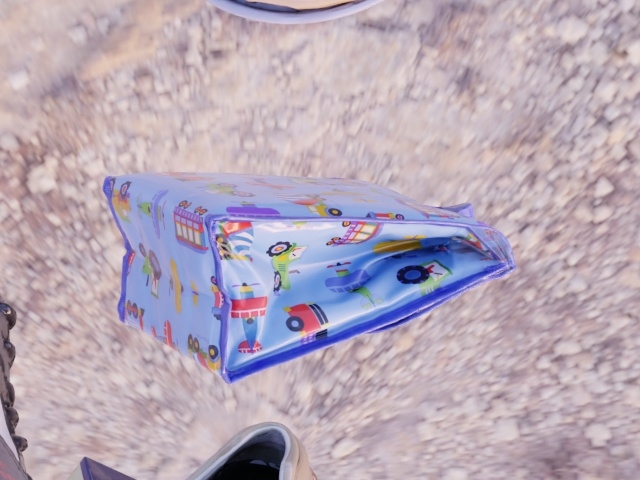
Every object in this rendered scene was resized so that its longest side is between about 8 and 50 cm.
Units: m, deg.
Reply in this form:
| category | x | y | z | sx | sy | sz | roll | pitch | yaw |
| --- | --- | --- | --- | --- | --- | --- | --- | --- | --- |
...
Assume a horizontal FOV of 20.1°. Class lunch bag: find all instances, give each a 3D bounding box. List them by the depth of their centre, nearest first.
| category | x | y | z | sx | sy | sz | roll | pitch | yaw |
| --- | --- | --- | --- | --- | --- | --- | --- | --- | --- |
| lunch bag | 0.000 | 0.000 | 1.494 | 0.293 | 0.221 | 0.138 | -12 | 105 | -26 |

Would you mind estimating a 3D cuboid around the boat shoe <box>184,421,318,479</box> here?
| category | x | y | z | sx | sy | sz | roll | pitch | yaw |
| --- | --- | --- | --- | --- | --- | --- | --- | --- | --- |
| boat shoe | -0.100 | 0.222 | 1.017 | 0.113 | 0.103 | 0.302 | 23 | 50 | 15 |

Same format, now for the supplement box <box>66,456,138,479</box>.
| category | x | y | z | sx | sy | sz | roll | pitch | yaw |
| --- | --- | --- | --- | --- | --- | --- | --- | --- | --- |
| supplement box | -0.190 | 0.247 | 1.561 | 0.083 | 0.056 | 0.083 | 30 | 107 | -29 |

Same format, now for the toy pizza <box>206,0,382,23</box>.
| category | x | y | z | sx | sy | sz | roll | pitch | yaw |
| --- | --- | --- | --- | --- | --- | --- | --- | --- | --- |
| toy pizza | -0.009 | -0.197 | 0.800 | 0.201 | 0.032 | 0.201 | -2 | 86 | 26 |

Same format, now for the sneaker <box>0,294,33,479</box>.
| category | x | y | z | sx | sy | sz | roll | pitch | yaw |
| --- | --- | --- | --- | --- | --- | --- | --- | --- | --- |
| sneaker | -0.168 | 0.078 | 0.769 | 0.276 | 0.135 | 0.098 | 46 | 123 | 25 |
